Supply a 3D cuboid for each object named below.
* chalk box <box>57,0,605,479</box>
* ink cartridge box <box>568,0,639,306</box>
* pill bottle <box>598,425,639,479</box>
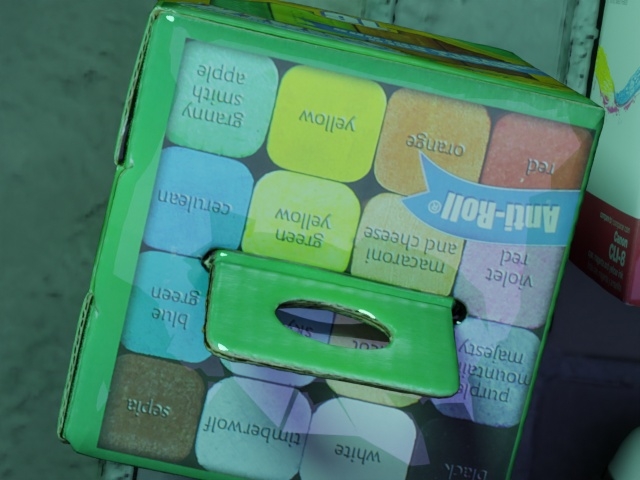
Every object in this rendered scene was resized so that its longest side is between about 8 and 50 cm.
[{"bbox_3d":[0.000,0.000,0.758,0.180,0.289,0.179,13,99,-6],"label":"chalk box"},{"bbox_3d":[0.199,-0.061,0.843,0.128,0.127,0.176,6,99,-5],"label":"ink cartridge box"},{"bbox_3d":[0.150,0.271,0.868,0.188,0.188,0.334,28,97,-8],"label":"pill bottle"}]
